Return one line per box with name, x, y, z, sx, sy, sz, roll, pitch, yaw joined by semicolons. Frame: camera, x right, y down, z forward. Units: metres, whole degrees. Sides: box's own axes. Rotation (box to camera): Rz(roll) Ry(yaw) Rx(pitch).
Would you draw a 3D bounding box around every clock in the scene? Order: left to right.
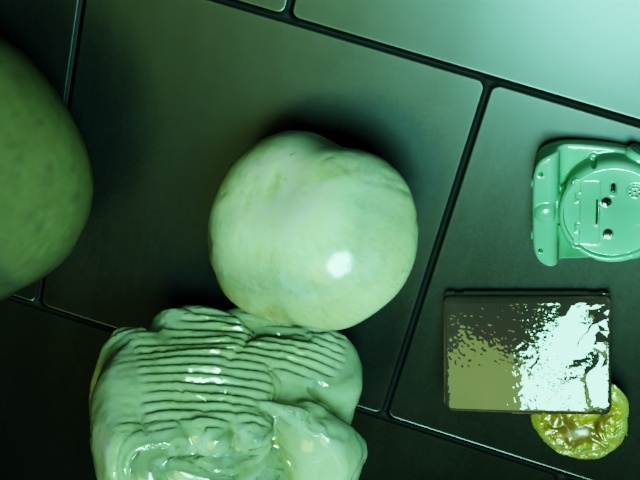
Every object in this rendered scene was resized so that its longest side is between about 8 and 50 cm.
clock;0.340;-0.043;1.460;0.189;0.060;0.148;-1;115;13

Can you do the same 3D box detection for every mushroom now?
mushroom;0.000;0.000;1.485;0.254;0.260;0.234;-25;144;14

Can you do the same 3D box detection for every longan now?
longan;-0.450;-0.090;1.484;0.361;0.361;0.361;5;117;11

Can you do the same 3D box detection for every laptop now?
laptop;0.256;0.139;1.557;0.207;0.026;0.154;-1;91;14

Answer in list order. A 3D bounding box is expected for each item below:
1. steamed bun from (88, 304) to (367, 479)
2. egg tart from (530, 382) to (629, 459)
steamed bun;-0.114;0.249;1.545;0.339;0.352;0.247;-1;120;-10
egg tart;0.334;0.220;1.595;0.130;0.052;0.130;5;115;11
